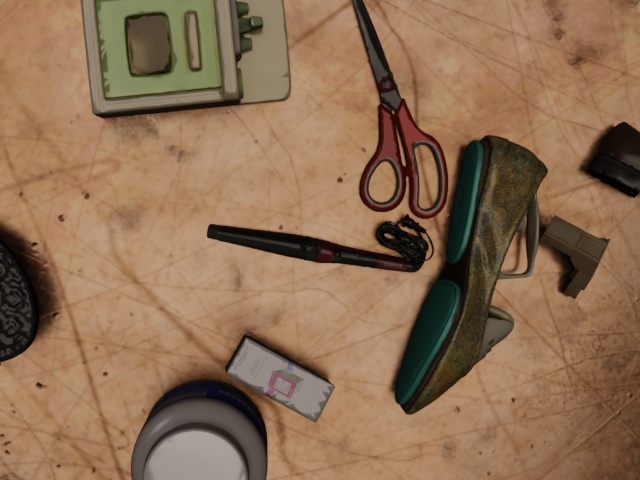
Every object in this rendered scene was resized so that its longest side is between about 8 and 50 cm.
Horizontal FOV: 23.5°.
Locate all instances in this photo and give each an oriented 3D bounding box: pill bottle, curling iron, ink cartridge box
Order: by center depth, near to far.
[{"bbox_3d":[-0.134,0.246,1.741,0.152,0.272,0.152,0,92,-3],"label":"pill bottle"},{"bbox_3d":[-0.048,0.164,1.834,0.122,0.088,0.052,30,87,-3],"label":"ink cartridge box"},{"bbox_3d":[0.000,0.000,1.861,0.274,0.035,0.068,2,71,2],"label":"curling iron"}]

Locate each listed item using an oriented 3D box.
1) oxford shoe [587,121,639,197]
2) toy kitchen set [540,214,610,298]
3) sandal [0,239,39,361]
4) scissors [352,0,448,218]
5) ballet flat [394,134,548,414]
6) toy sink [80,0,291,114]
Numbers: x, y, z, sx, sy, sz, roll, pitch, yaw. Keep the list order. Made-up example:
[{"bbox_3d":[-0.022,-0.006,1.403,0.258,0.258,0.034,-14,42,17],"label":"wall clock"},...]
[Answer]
[{"bbox_3d":[0.445,-0.075,1.854,0.227,0.083,0.096,27,86,-4],"label":"oxford shoe"},{"bbox_3d":[0.303,0.009,1.860,0.075,0.083,0.068,29,53,7],"label":"toy kitchen set"},{"bbox_3d":[-0.525,0.023,1.814,0.446,0.107,0.167,18,92,10],"label":"sandal"},{"bbox_3d":[0.094,-0.172,1.868,0.109,0.021,0.297,-4,91,0],"label":"scissors"},{"bbox_3d":[0.189,0.051,1.833,0.123,0.123,0.348,16,89,-3],"label":"ballet flat"},{"bbox_3d":[-0.153,-0.230,1.797,0.234,0.131,0.152,-5,92,-3],"label":"toy sink"}]
